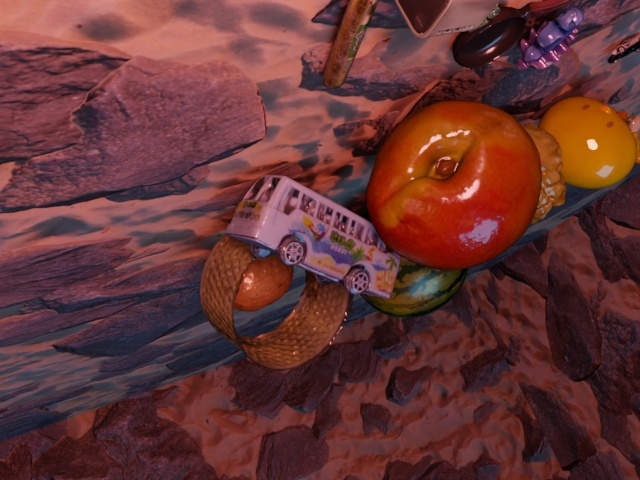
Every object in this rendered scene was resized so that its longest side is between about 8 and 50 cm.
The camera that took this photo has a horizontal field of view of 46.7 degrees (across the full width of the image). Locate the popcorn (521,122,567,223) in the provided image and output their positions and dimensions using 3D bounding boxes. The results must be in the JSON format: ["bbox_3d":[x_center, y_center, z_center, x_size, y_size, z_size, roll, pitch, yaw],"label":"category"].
[{"bbox_3d":[0.372,-0.133,1.509,0.233,0.192,0.266,-18,130,43],"label":"popcorn"}]

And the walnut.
[{"bbox_3d":[-0.145,0.078,1.558,0.180,0.144,0.144,-29,170,-34],"label":"walnut"}]

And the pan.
[{"bbox_3d":[0.282,-0.317,1.058,0.212,0.040,0.115,-28,165,30],"label":"pan"}]

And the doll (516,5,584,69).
[{"bbox_3d":[0.354,-0.309,1.139,0.110,0.067,0.206,-37,176,3],"label":"doll"}]

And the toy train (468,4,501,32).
[{"bbox_3d":[0.206,-0.309,0.975,0.053,0.033,0.083,-26,166,17],"label":"toy train"}]

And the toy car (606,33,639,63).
[{"bbox_3d":[0.584,-0.367,1.413,0.093,0.025,0.041,-26,164,-9],"label":"toy car"}]

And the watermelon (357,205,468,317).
[{"bbox_3d":[0.190,0.032,1.658,0.285,0.285,0.285,-23,166,-6],"label":"watermelon"}]

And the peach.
[{"bbox_3d":[0.234,-0.093,1.289,0.307,0.308,0.332,-28,170,12],"label":"peach"}]

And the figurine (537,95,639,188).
[{"bbox_3d":[0.616,-0.216,1.620,0.343,0.215,0.187,-9,132,-45],"label":"figurine"}]

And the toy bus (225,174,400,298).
[{"bbox_3d":[0.000,0.000,1.292,0.329,0.136,0.109,26,171,-38],"label":"toy bus"}]

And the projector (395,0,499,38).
[{"bbox_3d":[0.145,-0.287,0.848,0.082,0.083,0.083,-17,164,-30],"label":"projector"}]

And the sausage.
[{"bbox_3d":[0.040,-0.256,0.889,0.032,0.033,0.269,-20,165,-19],"label":"sausage"}]

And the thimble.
[{"bbox_3d":[-0.084,0.099,1.421,0.270,0.271,0.150,-16,-157,-32],"label":"thimble"}]
